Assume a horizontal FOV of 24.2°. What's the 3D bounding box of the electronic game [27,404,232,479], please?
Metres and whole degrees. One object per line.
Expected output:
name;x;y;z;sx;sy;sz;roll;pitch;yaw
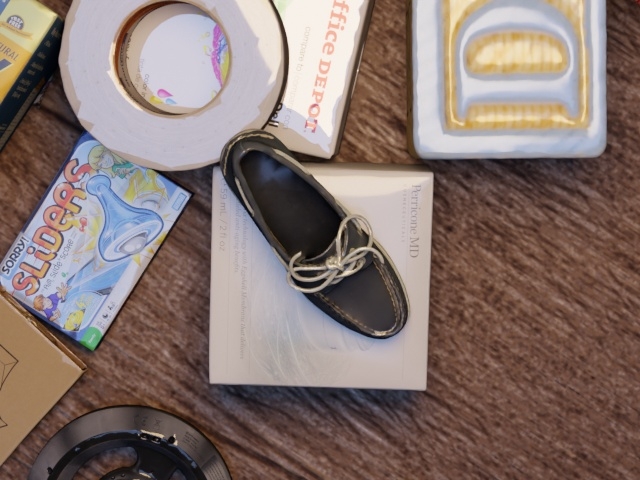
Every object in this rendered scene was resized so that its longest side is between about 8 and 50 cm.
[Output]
electronic game;-0.205;0.288;1.611;0.229;0.048;0.229;0;100;1

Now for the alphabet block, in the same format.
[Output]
alphabet block;0.182;-0.177;1.508;0.192;0.197;0.193;1;93;1

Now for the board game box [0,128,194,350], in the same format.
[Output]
board game box;-0.246;-0.002;1.606;0.136;0.035;0.201;32;93;0

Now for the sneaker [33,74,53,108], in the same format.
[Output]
sneaker;-0.342;-0.169;1.599;0.098;0.038;0.069;19;92;1

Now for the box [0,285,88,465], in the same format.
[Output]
box;-0.373;0.153;1.605;0.164;0.021;0.201;43;103;-2

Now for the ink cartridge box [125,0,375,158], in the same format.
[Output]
ink cartridge box;-0.095;-0.210;1.551;0.278;0.117;0.201;13;94;0

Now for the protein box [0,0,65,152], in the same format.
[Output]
protein box;-0.359;-0.168;1.480;0.136;0.200;0.201;33;91;-4

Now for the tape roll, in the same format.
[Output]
tape roll;-0.141;-0.178;1.459;0.219;0.072;0.219;0;97;1

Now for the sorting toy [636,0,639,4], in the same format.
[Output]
sorting toy;0.293;-0.344;1.475;0.089;0.255;0.257;-32;91;15

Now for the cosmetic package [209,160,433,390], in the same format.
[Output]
cosmetic package;0.002;0.032;1.545;0.225;0.138;0.224;1;97;0

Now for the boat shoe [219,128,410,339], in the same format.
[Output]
boat shoe;0.000;0.000;1.421;0.095;0.079;0.254;-35;104;2
